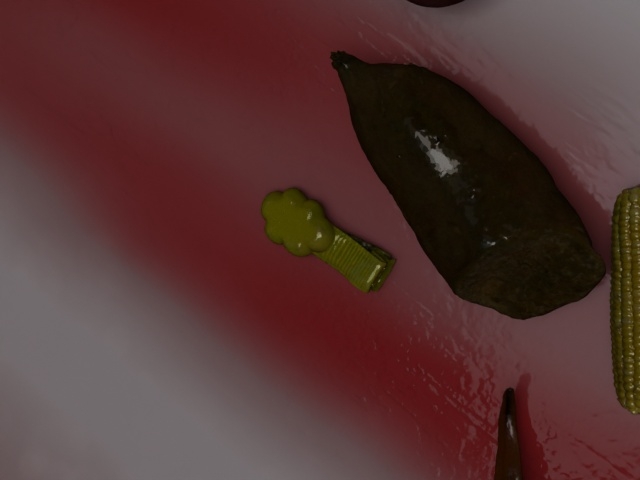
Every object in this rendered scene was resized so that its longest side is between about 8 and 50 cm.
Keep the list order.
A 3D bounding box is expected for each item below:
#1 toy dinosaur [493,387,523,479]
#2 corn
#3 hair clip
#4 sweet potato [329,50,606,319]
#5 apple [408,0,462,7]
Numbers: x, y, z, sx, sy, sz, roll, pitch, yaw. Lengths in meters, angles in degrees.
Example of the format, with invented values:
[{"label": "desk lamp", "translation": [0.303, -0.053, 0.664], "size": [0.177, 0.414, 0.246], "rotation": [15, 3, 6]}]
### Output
[{"label": "toy dinosaur", "translation": [0.230, 0.398, 1.469], "size": [0.208, 0.097, 0.432], "rotation": [24, 99, 26]}, {"label": "corn", "translation": [0.345, 0.064, 1.399], "size": [0.081, 0.081, 0.248], "rotation": [1, 96, 20]}, {"label": "hair clip", "translation": [0.000, 0.000, 1.540], "size": [0.173, 0.046, 0.072], "rotation": [35, 102, 16]}, {"label": "sweet potato", "translation": [0.147, -0.074, 1.431], "size": [0.158, 0.158, 0.370], "rotation": [-40, 74, 19]}, {"label": "apple", "translation": [0.125, -0.326, 1.425], "size": [0.153, 0.120, 0.153], "rotation": [3, 101, 17]}]
